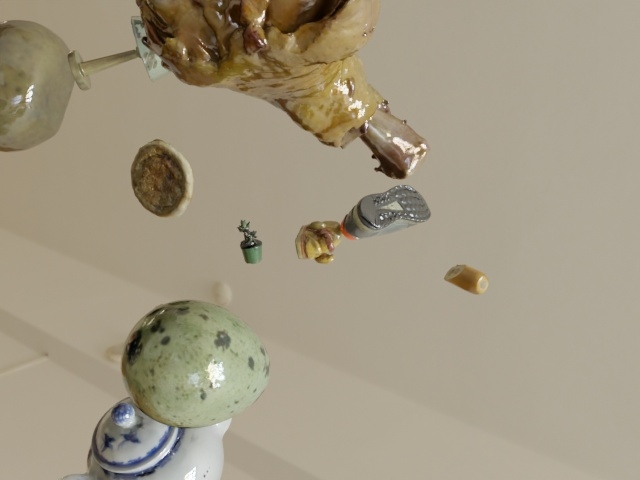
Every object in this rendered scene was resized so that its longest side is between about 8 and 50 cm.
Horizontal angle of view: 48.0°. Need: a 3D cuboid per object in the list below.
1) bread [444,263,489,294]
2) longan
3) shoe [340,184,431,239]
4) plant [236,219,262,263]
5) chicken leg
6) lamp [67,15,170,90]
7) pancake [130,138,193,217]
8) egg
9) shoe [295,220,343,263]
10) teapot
[{"bbox_3d":[0.306,0.078,1.540,0.103,0.062,0.049,26,-102,33],"label":"bread"},{"bbox_3d":[-0.790,-0.397,1.862,0.288,0.288,0.350,19,-99,35],"label":"longan"},{"bbox_3d":[0.109,-0.043,1.220,0.077,0.194,0.074,-34,-104,40],"label":"shoe"},{"bbox_3d":[-0.157,0.000,1.615,0.051,0.051,0.102,12,-59,37],"label":"plant"},{"bbox_3d":[-0.008,-0.203,0.798,0.409,0.182,0.295,40,-25,-25],"label":"chicken leg"},{"bbox_3d":[-0.337,-0.337,1.291,0.215,0.121,0.121,-17,-90,-3],"label":"lamp"},{"bbox_3d":[-0.297,-0.114,1.338,0.152,0.025,0.151,9,-72,30],"label":"pancake"},{"bbox_3d":[-0.169,0.175,1.013,0.177,0.228,0.177,-19,-119,40],"label":"egg"},{"bbox_3d":[0.000,0.003,1.186,0.069,0.109,0.072,-6,-91,18],"label":"shoe"},{"bbox_3d":[-0.315,0.386,1.319,0.252,0.424,0.280,43,-21,44],"label":"teapot"}]
